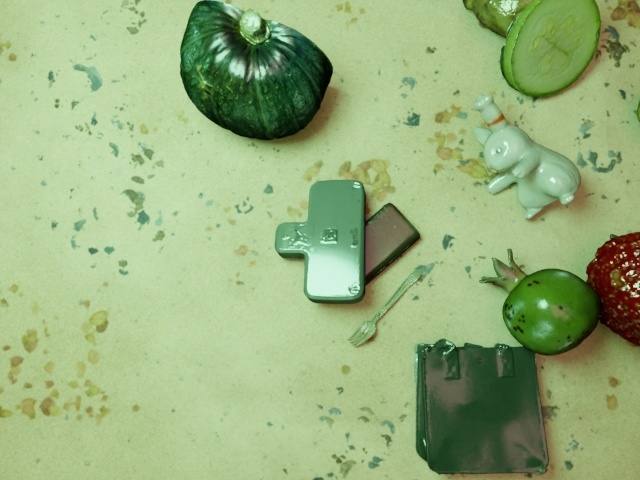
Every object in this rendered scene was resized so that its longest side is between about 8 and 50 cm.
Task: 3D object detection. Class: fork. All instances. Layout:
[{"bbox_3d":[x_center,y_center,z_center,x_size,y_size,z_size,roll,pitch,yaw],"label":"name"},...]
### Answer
[{"bbox_3d":[0.144,0.147,0.918,0.034,0.028,0.219,44,86,8],"label":"fork"}]

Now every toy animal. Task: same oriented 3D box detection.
[{"bbox_3d":[0.406,-0.170,0.897,0.282,0.140,0.138,35,77,0],"label":"toy animal"}]

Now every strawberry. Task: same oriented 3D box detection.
[{"bbox_3d":[0.670,0.102,0.805,0.260,0.257,0.261,0,91,0],"label":"strawberry"}]

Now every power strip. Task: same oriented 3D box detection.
[{"bbox_3d":[0.000,0.000,0.899,0.193,0.059,0.265,0,72,9],"label":"power strip"}]

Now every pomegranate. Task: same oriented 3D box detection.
[{"bbox_3d":[0.435,0.118,0.855,0.181,0.181,0.224,-39,64,-3],"label":"pomegranate"}]

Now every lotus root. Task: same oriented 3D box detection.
[{"bbox_3d":[0.422,-0.523,0.941,0.213,0.138,0.139,17,84,13],"label":"lotus root"}]

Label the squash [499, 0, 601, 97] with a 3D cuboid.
[{"bbox_3d":[0.497,-0.419,0.904,0.219,0.041,0.219,-6,124,-9],"label":"squash"}]

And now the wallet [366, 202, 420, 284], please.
[{"bbox_3d":[0.113,0.016,0.930,0.198,0.031,0.110,-41,85,-3],"label":"wallet"}]

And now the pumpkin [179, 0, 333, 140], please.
[{"bbox_3d":[-0.140,-0.314,0.855,0.292,0.263,0.197,18,91,3],"label":"pumpkin"}]

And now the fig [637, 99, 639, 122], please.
[{"bbox_3d":[0.770,-0.284,0.909,0.153,0.121,0.136,37,124,-15],"label":"fig"}]

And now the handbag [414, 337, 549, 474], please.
[{"bbox_3d":[0.325,0.337,0.873,0.247,0.079,0.260,1,82,-1],"label":"handbag"}]
